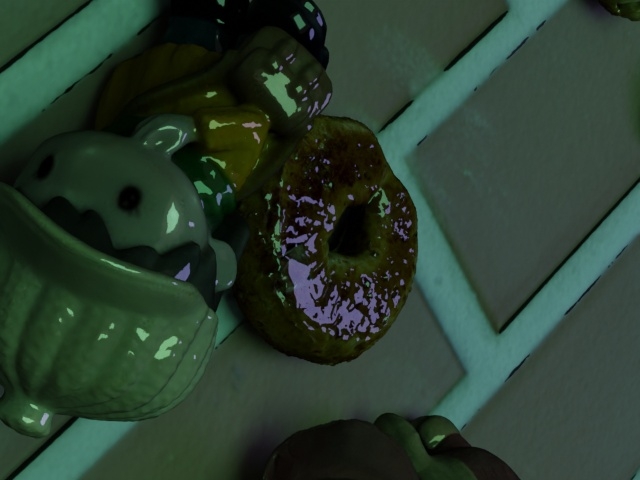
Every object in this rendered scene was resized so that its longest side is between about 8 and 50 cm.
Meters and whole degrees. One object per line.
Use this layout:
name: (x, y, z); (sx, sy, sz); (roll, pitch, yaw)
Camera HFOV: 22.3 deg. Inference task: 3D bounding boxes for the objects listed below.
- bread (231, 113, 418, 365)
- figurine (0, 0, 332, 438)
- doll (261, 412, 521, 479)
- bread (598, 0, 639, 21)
bread: (0.000, 0.000, 1.222); (0.193, 0.064, 0.193); (0, 90, -44)
figurine: (-0.109, -0.021, 1.072); (0.332, 0.185, 0.204); (-50, 147, -43)
doll: (0.049, 0.228, 1.223); (0.256, 0.152, 0.196); (-8, 66, -53)
bread: (0.277, -0.374, 1.402); (0.077, 0.084, 0.368); (2, 95, 1)
